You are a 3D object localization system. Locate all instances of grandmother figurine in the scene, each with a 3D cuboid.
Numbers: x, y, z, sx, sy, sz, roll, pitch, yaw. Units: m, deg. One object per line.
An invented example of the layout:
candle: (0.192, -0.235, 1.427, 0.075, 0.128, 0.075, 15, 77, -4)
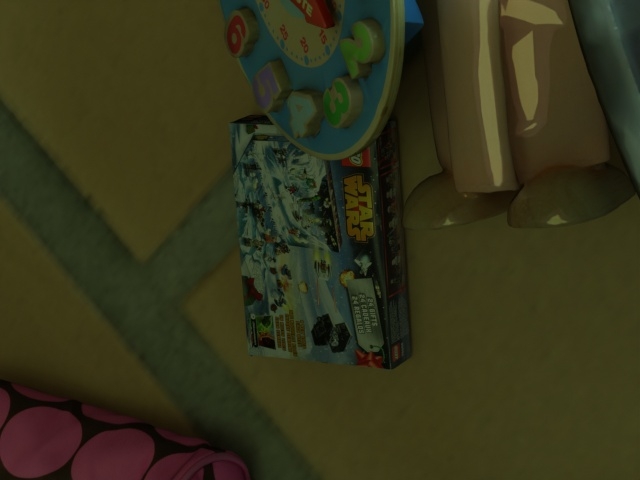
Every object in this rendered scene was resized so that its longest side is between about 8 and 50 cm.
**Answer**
grandmother figurine: (0.077, -0.179, 0.931, 0.207, 0.104, 0.342, -4, 103, 34)

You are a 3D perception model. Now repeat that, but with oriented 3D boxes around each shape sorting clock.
shape sorting clock: (-0.015, -0.141, 0.978, 0.206, 0.040, 0.206, 33, 129, 52)

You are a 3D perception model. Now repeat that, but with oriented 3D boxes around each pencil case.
pencil case: (-0.148, 0.147, 1.155, 0.209, 0.098, 0.095, 10, 109, 26)

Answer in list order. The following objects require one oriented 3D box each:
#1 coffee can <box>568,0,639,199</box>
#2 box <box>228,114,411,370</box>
coffee can: (0.258, -0.090, 0.740, 0.275, 0.201, 0.202, -23, 93, 20)
box: (0.000, 0.000, 1.070, 0.094, 0.027, 0.137, 5, 107, 30)
